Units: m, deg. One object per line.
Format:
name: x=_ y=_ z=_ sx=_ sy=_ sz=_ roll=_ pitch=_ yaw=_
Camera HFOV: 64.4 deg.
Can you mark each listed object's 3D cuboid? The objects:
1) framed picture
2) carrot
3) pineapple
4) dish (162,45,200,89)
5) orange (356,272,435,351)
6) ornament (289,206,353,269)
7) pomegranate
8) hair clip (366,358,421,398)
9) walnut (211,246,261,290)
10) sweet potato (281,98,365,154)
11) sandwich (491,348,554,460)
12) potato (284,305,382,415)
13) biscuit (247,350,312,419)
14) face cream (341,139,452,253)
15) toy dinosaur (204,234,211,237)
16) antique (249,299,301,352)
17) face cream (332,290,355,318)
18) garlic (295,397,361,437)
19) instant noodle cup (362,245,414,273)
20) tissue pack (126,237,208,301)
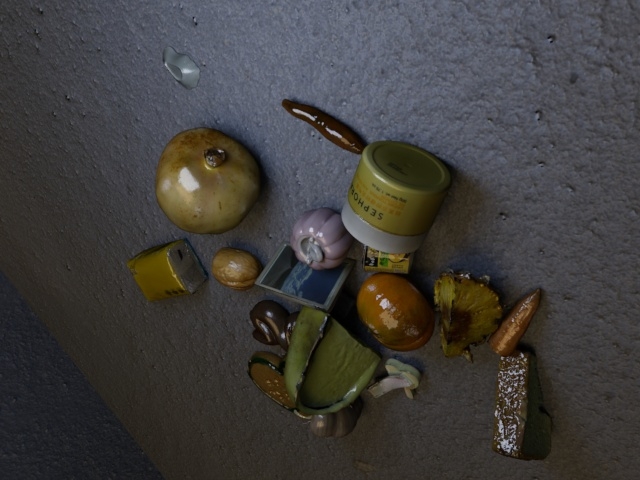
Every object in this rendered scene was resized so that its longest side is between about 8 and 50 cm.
framed picture: x=-0.047 y=0.103 z=1.513 sx=0.260 sy=0.189 sz=0.023 roll=16 pitch=144 yaw=25
carrot: x=0.509 y=0.202 z=1.299 sx=0.072 sy=0.072 sz=0.205 roll=31 pitch=117 yaw=12
pineapple: x=0.386 y=0.170 z=1.333 sx=0.161 sy=0.158 sz=0.335 roll=-13 pitch=124 yaw=-5
dish: x=-0.409 y=-0.491 z=1.448 sx=0.137 sy=0.039 sz=0.091 roll=43 pitch=133 yaw=-1
orange: x=0.200 y=0.199 z=1.394 sx=0.240 sy=0.171 sz=0.240 roll=46 pitch=170 yaw=10
ornament: x=0.000 y=-0.001 z=1.427 sx=0.177 sy=0.177 sz=0.178 roll=16 pitch=127 yaw=23
pomegranate: x=-0.320 y=-0.171 z=1.437 sx=0.319 sy=0.319 sz=0.319 roll=16 pitch=127 yaw=23
hair clip: x=0.249 y=0.456 z=1.632 sx=0.159 sy=0.071 sz=0.218 roll=42 pitch=139 yaw=-6
walnut: x=-0.279 y=0.094 z=1.687 sx=0.180 sy=0.144 sz=0.144 roll=23 pitch=129 yaw=13
sweet potato: x=0.014 y=-0.293 z=1.298 sx=0.264 sy=0.057 sz=0.057 roll=35 pitch=132 yaw=13
sandwich: x=0.558 y=0.455 z=1.402 sx=0.099 sy=0.289 sz=0.254 roll=-4 pitch=161 yaw=42
potato: x=-0.014 y=0.370 z=1.569 sx=0.330 sy=0.280 sz=0.212 roll=40 pitch=170 yaw=-39
biscuit: x=-0.130 y=0.541 z=1.938 sx=0.343 sy=0.057 sz=0.287 roll=33 pitch=132 yaw=10
face cream: x=0.177 y=-0.106 z=1.205 sx=0.218 sy=0.218 sz=0.179 roll=29 pitch=130 yaw=13
toy dinosaur: x=-0.405 y=-0.044 z=1.754 sx=0.062 sy=0.021 sz=0.083 roll=-25 pitch=108 yaw=33
antique: x=-0.128 y=0.284 z=1.731 sx=0.256 sy=0.121 sz=0.143 roll=13 pitch=117 yaw=34
face cream: x=-0.022 y=0.136 z=1.590 sx=0.283 sy=0.073 sz=0.073 roll=35 pitch=132 yaw=8
garlic: x=0.008 y=0.596 z=1.816 sx=0.256 sy=0.207 sz=0.207 roll=-11 pitch=113 yaw=35
instant noodle cup: x=0.185 y=0.023 z=1.345 sx=0.122 sy=0.151 sz=0.151 roll=13 pitch=126 yaw=13
tissue pack: x=-0.573 y=0.114 z=1.889 sx=0.270 sy=0.134 sz=0.192 roll=-14 pitch=110 yaw=38
